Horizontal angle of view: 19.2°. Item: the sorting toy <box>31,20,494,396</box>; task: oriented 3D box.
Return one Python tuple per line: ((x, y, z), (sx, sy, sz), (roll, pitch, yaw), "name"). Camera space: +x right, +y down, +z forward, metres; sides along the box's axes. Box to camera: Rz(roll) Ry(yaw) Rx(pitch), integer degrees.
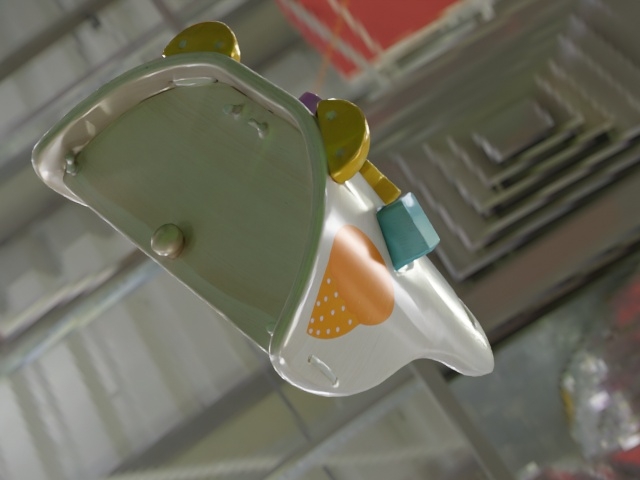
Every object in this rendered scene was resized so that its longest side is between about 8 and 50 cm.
((0.000, 0.000, 0.362), (0.083, 0.075, 0.045), (36, -90, 43), "sorting toy")
